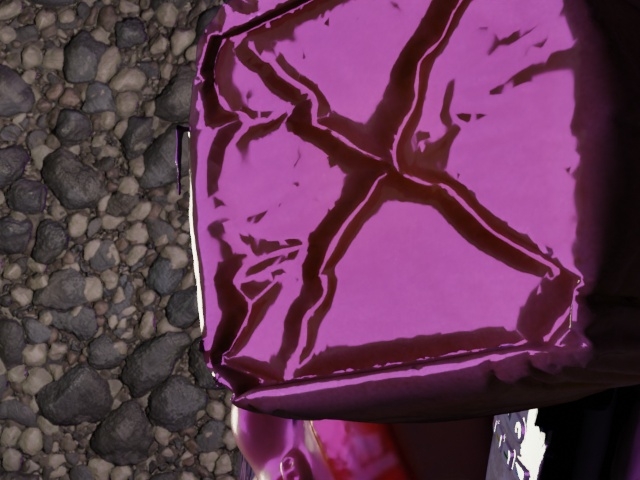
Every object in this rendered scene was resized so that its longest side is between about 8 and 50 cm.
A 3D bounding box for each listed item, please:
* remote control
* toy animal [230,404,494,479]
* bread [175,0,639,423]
[{"bbox_3d":[0.117,0.035,0.665,0.097,0.045,0.256,-104,23,-69],"label":"remote control"},{"bbox_3d":[0.032,0.143,0.880,0.198,0.171,0.171,97,175,-56],"label":"toy animal"},{"bbox_3d":[0.054,-0.028,0.567,0.210,0.110,0.192,-19,73,40],"label":"bread"}]
